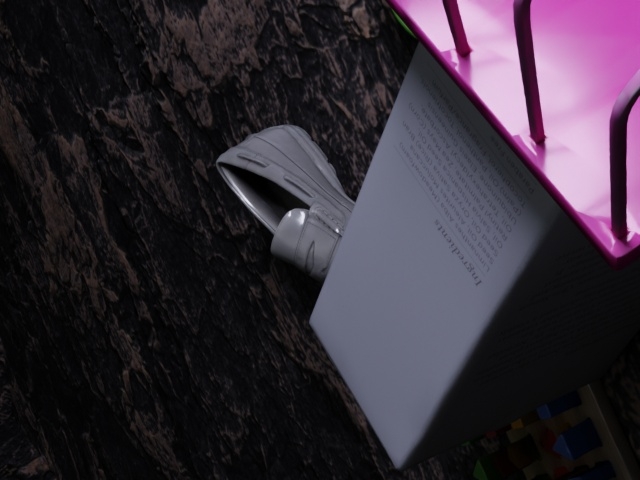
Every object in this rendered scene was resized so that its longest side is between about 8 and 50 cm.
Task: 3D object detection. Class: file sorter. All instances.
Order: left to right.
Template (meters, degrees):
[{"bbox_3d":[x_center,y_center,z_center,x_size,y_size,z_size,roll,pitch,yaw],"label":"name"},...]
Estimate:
[{"bbox_3d":[0.137,-0.179,0.654,0.291,0.202,0.182,54,176,25],"label":"file sorter"}]

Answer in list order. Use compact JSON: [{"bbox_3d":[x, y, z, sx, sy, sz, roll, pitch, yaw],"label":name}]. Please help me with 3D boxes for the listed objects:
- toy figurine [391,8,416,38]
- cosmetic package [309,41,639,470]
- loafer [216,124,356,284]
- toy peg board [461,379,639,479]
[{"bbox_3d":[0.085,-0.260,1.110,0.159,0.130,0.173,39,119,60],"label":"toy figurine"},{"bbox_3d":[0.166,-0.034,0.963,0.161,0.230,0.453,57,150,25],"label":"cosmetic package"},{"bbox_3d":[0.000,0.000,1.419,0.319,0.111,0.112,49,147,35],"label":"loafer"},{"bbox_3d":[0.207,0.209,1.216,0.161,0.079,0.160,66,153,6],"label":"toy peg board"}]
